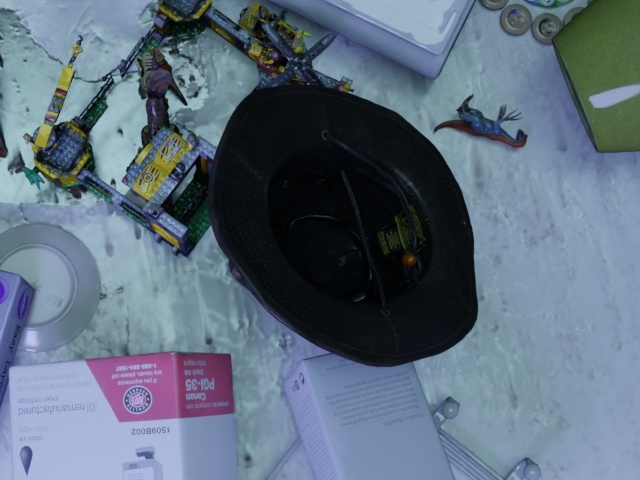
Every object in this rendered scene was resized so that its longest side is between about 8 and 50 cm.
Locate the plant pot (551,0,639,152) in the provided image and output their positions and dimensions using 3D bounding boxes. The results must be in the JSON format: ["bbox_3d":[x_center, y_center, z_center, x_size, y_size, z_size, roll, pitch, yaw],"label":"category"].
[{"bbox_3d":[0.408,-0.210,1.422,0.293,0.275,0.275,-23,84,9],"label":"plant pot"}]

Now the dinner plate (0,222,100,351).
[{"bbox_3d":[-0.310,0.050,1.448,0.141,0.017,0.141,0,84,-4],"label":"dinner plate"}]

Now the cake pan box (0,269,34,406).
[{"bbox_3d":[-0.449,0.130,1.380,0.245,0.070,0.267,14,74,2],"label":"cake pan box"}]

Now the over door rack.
[{"bbox_3d":[0.047,0.295,1.391,0.239,0.108,0.324,38,82,3],"label":"over door rack"}]

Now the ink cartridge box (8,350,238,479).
[{"bbox_3d":[-0.193,0.259,1.339,0.207,0.117,0.283,-7,82,23],"label":"ink cartridge box"}]

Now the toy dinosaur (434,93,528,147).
[{"bbox_3d":[0.190,-0.127,1.501,0.090,0.047,0.082,-39,96,25],"label":"toy dinosaur"}]

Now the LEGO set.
[{"bbox_3d":[-0.151,-0.145,1.393,0.255,0.192,0.331,44,82,3],"label":"LEGO set"}]

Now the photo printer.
[{"bbox_3d":[0.046,-0.353,1.473,0.307,0.107,0.256,26,82,3],"label":"photo printer"}]

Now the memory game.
[{"bbox_3d":[0.263,-0.315,1.533,0.186,0.012,0.186,0,82,-3],"label":"memory game"}]

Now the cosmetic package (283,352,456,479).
[{"bbox_3d":[0.057,0.221,1.304,0.117,0.085,0.231,-10,71,-21],"label":"cosmetic package"}]

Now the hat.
[{"bbox_3d":[0.000,0.000,1.320,0.331,0.134,0.331,21,55,-32],"label":"hat"}]
